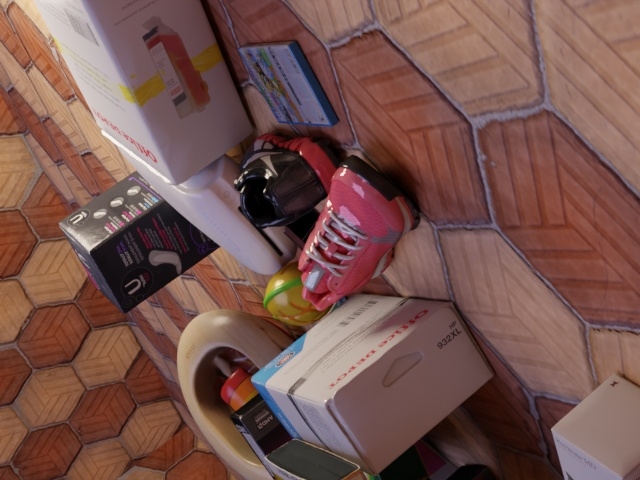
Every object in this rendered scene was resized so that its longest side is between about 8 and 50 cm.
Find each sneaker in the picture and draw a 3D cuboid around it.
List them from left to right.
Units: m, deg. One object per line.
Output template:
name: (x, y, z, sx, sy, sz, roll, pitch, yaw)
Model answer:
sneaker: (-0.071, -0.083, 1.565, 0.098, 0.135, 0.276, 58, 163, -18)
sneaker: (0.036, 0.009, 1.441, 0.116, 0.136, 0.314, 39, 160, 13)

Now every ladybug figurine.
ladybug figurine: (-0.098, 0.319, 2.226, 0.449, 0.162, 0.305, 47, 121, 21)

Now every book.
book: (0.170, 0.396, 1.900, 0.144, 0.096, 0.035, 36, 155, 46)

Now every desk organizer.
desk organizer: (0.000, 0.000, 1.681, 0.130, 0.047, 0.050, 43, 157, 30)

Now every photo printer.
photo printer: (-0.179, -0.077, 1.827, 0.307, 0.107, 0.256, 35, 170, 44)

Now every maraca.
maraca: (-0.030, 0.091, 1.810, 0.186, 0.127, 0.099, 86, 170, -71)

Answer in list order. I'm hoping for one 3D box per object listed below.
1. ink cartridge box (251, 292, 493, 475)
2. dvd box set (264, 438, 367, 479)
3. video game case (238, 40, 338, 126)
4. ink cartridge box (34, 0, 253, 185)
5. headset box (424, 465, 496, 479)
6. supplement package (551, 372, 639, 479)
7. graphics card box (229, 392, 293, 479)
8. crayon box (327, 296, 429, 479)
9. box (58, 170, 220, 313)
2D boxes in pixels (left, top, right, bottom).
ink cartridge box: (0.064, 0.192, 1.580, 0.129, 0.223, 0.307, 57, 162, -12)
dvd box set: (0.080, 0.481, 1.534, 0.420, 0.062, 0.307, 62, 163, -7)
video game case: (-0.044, -0.205, 1.465, 0.119, 0.015, 0.166, 60, 161, -20)
ink cartridge box: (-0.283, -0.309, 1.638, 0.279, 0.160, 0.385, 36, 155, 45)
headset box: (0.232, 0.513, 1.759, 0.293, 0.218, 0.110, 53, 162, -2)
supplement package: (0.334, 0.253, 1.204, 0.105, 0.105, 0.179, 34, 153, 48)
graphics card box: (0.035, 0.397, 2.020, 0.371, 0.232, 0.094, 56, 163, -4)
crayon box: (0.047, 0.274, 1.838, 0.323, 0.083, 0.203, 65, 158, 18)
box: (-0.314, -0.023, 2.064, 0.143, 0.270, 0.165, 34, 153, 46)
